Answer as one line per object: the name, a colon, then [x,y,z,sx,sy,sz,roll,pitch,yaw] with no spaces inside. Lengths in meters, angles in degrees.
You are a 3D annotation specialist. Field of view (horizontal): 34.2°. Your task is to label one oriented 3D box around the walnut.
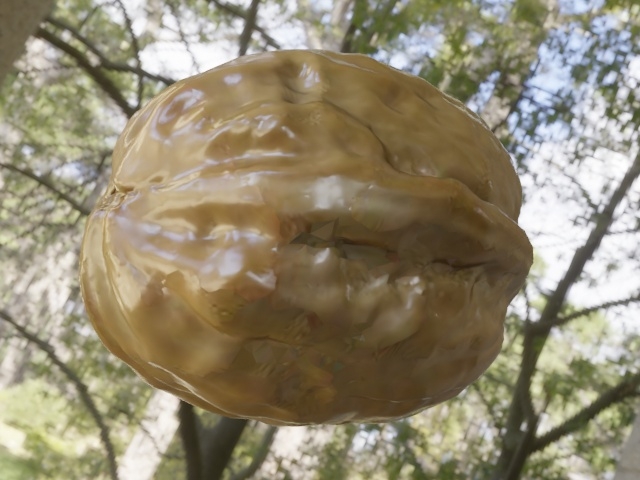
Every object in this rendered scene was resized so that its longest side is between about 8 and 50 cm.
walnut: [0.000,0.000,0.534,0.244,0.198,0.198,11,-7,-25]
